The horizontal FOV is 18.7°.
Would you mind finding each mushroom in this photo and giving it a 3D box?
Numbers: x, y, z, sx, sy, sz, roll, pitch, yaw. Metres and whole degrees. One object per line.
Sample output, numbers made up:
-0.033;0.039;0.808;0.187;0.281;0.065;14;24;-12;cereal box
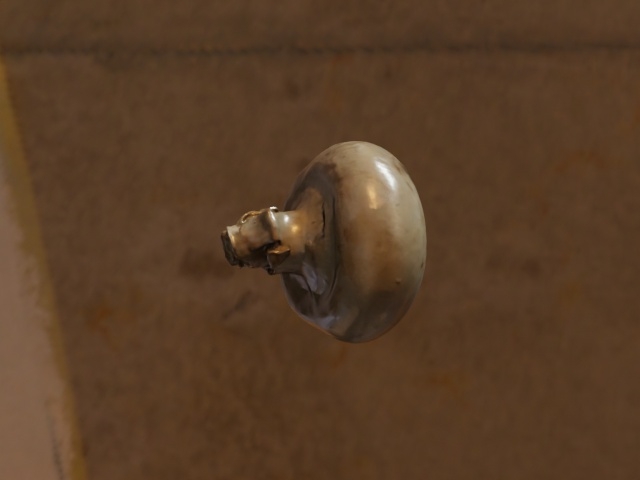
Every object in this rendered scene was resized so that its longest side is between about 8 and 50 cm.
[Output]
0.000;0.000;0.782;0.079;0.085;0.085;6;-57;-22;mushroom
